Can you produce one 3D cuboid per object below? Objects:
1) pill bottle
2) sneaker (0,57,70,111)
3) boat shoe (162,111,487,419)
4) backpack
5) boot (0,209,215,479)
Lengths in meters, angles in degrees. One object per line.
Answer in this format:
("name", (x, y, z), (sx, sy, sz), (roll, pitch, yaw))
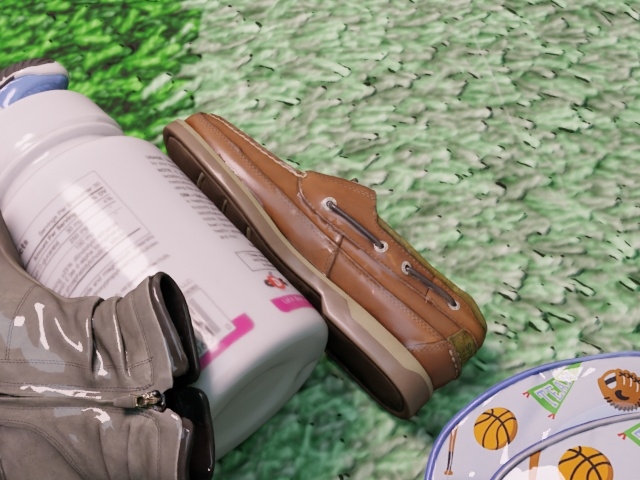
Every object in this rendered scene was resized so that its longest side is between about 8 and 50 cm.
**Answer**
("pill bottle", (-0.142, 0.023, 0.633), (0.160, 0.160, 0.283), (-39, 70, -15))
("sneaker", (-0.287, -0.068, 0.730), (0.081, 0.080, 0.211), (35, 81, 15))
("boat shoe", (0.000, 0.000, 0.676), (0.104, 0.111, 0.307), (-39, 79, -19))
("backpack", (0.183, 0.207, 0.521), (0.276, 0.213, 0.263), (-17, 55, -2))
("boot", (-0.154, 0.048, 0.517), (0.161, 0.083, 0.246), (-20, 83, 18))
